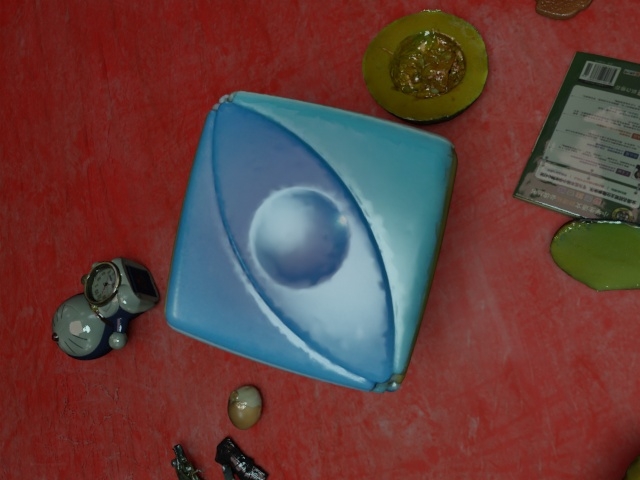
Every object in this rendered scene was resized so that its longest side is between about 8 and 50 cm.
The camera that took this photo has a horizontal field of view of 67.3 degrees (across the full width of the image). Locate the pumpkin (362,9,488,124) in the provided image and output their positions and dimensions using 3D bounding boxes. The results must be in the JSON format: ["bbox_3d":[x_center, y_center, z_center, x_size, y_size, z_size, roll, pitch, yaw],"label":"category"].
[{"bbox_3d":[0.194,-0.293,0.874,0.217,0.110,0.218,-5,73,15],"label":"pumpkin"}]

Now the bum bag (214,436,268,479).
[{"bbox_3d":[-0.165,0.458,0.978,0.124,0.034,0.058,33,92,22],"label":"bum bag"}]

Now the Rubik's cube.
[{"bbox_3d":[0.000,0.000,0.755,0.351,0.347,0.353,12,91,8],"label":"Rubik's cube"}]

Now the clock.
[{"bbox_3d":[-0.490,0.166,1.084,0.243,0.146,0.200,-39,67,10],"label":"clock"}]

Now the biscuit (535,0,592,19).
[{"bbox_3d":[0.430,-0.442,0.828,0.130,0.019,0.102,-47,71,12],"label":"biscuit"}]

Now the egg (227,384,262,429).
[{"bbox_3d":[-0.151,0.337,0.966,0.071,0.071,0.083,3,101,23],"label":"egg"}]

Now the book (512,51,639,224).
[{"bbox_3d":[0.465,-0.159,0.782,0.201,0.027,0.264,24,93,22],"label":"book"}]

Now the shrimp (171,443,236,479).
[{"bbox_3d":[-0.225,0.504,0.982,0.150,0.051,0.217,-38,82,27],"label":"shrimp"}]

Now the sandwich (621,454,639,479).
[{"bbox_3d":[0.458,0.436,0.617,0.301,0.271,0.099,-64,23,5],"label":"sandwich"}]

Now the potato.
[{"bbox_3d":[0.465,0.020,0.744,0.197,0.054,0.120,6,113,29],"label":"potato"}]
